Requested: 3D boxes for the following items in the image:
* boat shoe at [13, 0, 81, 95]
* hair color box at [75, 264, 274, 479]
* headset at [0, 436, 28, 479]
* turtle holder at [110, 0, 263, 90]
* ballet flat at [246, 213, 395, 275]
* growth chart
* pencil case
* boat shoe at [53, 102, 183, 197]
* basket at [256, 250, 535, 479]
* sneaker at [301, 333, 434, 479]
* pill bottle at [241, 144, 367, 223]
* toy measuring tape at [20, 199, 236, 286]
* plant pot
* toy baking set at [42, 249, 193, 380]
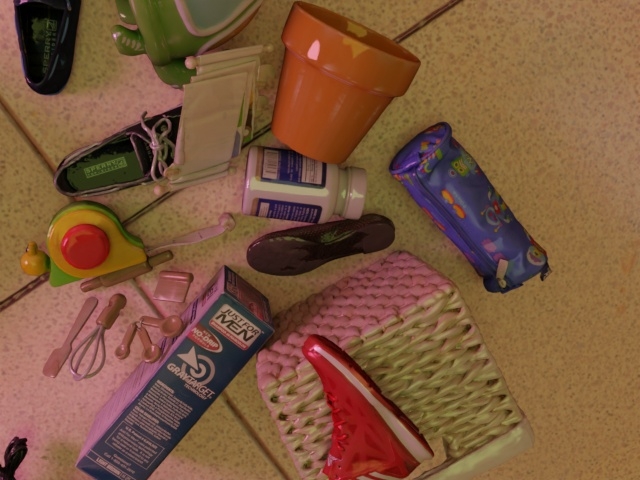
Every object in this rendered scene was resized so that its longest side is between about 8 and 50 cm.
[{"bbox_3d":[-0.393,-0.344,1.012,0.109,0.089,0.258,-4,102,-7],"label":"boat shoe"},{"bbox_3d":[-0.224,0.217,1.102,0.105,0.174,0.347,39,94,-14],"label":"hair color box"},{"bbox_3d":[-0.350,0.463,1.113,0.394,0.243,0.185,19,98,10],"label":"headset"},{"bbox_3d":[-0.181,-0.353,0.959,0.227,0.243,0.320,-15,101,-6],"label":"turtle holder"},{"bbox_3d":[0.000,0.000,1.154,0.250,0.058,0.084,-13,124,1],"label":"ballet flat"},{"bbox_3d":[-0.149,-0.176,1.017,0.172,0.021,0.237,-17,137,-44],"label":"growth chart"},{"bbox_3d":[0.243,-0.043,1.133,0.119,0.133,0.306,-32,105,34],"label":"pencil case"},{"bbox_3d":[-0.257,-0.141,1.061,0.306,0.105,0.113,-15,103,-4],"label":"boat shoe"},{"bbox_3d":[0.087,0.215,1.064,0.328,0.331,0.266,-27,101,-1],"label":"basket"},{"bbox_3d":[0.028,0.230,0.863,0.128,0.087,0.221,-43,94,0],"label":"sneaker"},{"bbox_3d":[-0.026,-0.084,1.099,0.187,0.112,0.112,7,100,-9],"label":"pill bottle"},{"bbox_3d":[-0.303,-0.023,1.082,0.330,0.121,0.121,-18,103,-12],"label":"toy measuring tape"},{"bbox_3d":[0.017,-0.227,1.045,0.205,0.205,0.188,22,113,-11],"label":"plant pot"},{"bbox_3d":[-0.317,0.115,1.075,0.256,0.196,0.030,-17,140,9],"label":"toy baking set"}]
